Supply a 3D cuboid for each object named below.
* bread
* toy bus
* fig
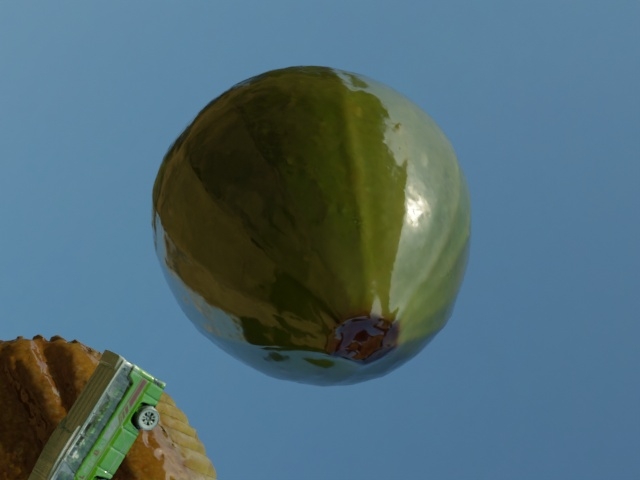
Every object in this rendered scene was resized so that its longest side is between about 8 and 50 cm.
[{"bbox_3d":[-0.182,0.193,0.990,0.227,0.142,0.253,-30,-114,-5],"label":"bread"},{"bbox_3d":[-0.113,0.100,0.731,0.031,0.037,0.083,12,-112,58],"label":"toy bus"},{"bbox_3d":[0.000,0.000,1.303,0.316,0.316,0.316,-26,-136,28],"label":"fig"}]
